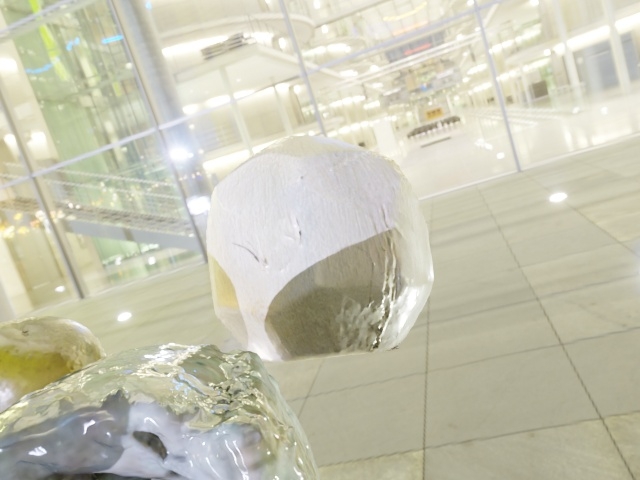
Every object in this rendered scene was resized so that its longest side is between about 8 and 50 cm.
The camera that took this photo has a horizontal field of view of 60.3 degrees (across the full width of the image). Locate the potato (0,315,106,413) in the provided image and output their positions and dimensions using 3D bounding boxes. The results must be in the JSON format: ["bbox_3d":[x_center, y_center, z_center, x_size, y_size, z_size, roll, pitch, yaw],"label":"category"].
[{"bbox_3d":[-0.334,0.160,0.615,0.193,0.157,0.157,-5,3,-23],"label":"potato"}]

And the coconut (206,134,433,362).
[{"bbox_3d":[0.000,0.000,0.862,0.345,0.361,0.346,-6,-8,-1],"label":"coconut"}]

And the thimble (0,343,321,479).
[{"bbox_3d":[-0.126,0.220,0.426,0.291,0.292,0.195,-19,3,-3],"label":"thimble"}]
